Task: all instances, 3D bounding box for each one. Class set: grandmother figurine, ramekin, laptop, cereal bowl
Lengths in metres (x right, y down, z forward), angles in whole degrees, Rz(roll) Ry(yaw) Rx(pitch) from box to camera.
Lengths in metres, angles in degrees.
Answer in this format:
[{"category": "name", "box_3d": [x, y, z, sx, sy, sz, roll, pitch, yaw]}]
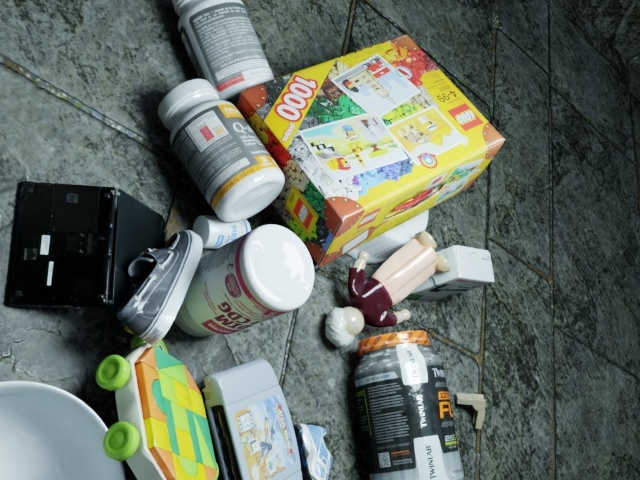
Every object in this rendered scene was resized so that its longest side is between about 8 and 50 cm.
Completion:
[{"category": "grandmother figurine", "box_3d": [0.141, 0.117, 1.684, 0.342, 0.104, 0.208, -40, 97, -19]}, {"category": "ramekin", "box_3d": [0.147, -0.091, 1.830, 0.277, 0.135, 0.277, 19, 59, -36]}, {"category": "laptop", "box_3d": [-0.421, 0.030, 1.337, 0.264, 0.136, 0.234, 3, 67, -15]}, {"category": "cereal bowl", "box_3d": [-0.464, 0.383, 1.049, 0.339, 0.141, 0.339, 18, 61, -36]}]

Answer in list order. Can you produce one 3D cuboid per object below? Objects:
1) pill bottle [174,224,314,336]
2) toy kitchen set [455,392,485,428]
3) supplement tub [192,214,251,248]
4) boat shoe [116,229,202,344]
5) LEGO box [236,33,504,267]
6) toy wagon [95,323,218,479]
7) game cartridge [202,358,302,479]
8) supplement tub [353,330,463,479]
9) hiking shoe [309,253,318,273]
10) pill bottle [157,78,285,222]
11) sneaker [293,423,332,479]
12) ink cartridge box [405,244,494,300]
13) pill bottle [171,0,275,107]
[{"category": "pill bottle", "box_3d": [-0.158, 0.087, 1.361, 0.160, 0.283, 0.160, 19, 60, -36]}, {"category": "toy kitchen set", "box_3d": [0.390, 0.440, 1.903, 0.068, 0.075, 0.083, -84, 178, -75]}, {"category": "supplement tub", "box_3d": [-0.206, -0.016, 1.515, 0.107, 0.071, 0.071, 1, 71, -43]}, {"category": "boat shoe", "box_3d": [-0.298, 0.060, 1.316, 0.102, 0.108, 0.301, 38, 31, -19]}, {"category": "LEGO box", "box_3d": [0.101, -0.221, 1.643, 0.500, 0.193, 0.372, -28, 70, -31]}, {"category": "toy wagon", "box_3d": [-0.275, 0.277, 1.235, 0.267, 0.068, 0.344, 51, 16, -54]}, {"category": "game cartridge", "box_3d": [-0.122, 0.385, 1.391, 0.198, 0.062, 0.297, -8, 81, -57]}, {"category": "supplement tub", "box_3d": [0.189, 0.382, 1.610, 0.207, 0.207, 0.338, 6, 69, -41]}, {"category": "hiking shoe", "box_3d": [0.000, 0.000, 1.667, 0.086, 0.114, 0.227, 38, 50, -25]}, {"category": "pill bottle", "box_3d": [-0.209, -0.187, 1.489, 0.162, 0.162, 0.278, -20, 69, -46]}, {"category": "sneaker", "box_3d": [-0.007, 0.479, 1.476, 0.081, 0.080, 0.211, 4, 70, -39]}, {"category": "ink cartridge box", "box_3d": [0.318, 0.088, 1.856, 0.153, 0.208, 0.087, 8, 67, -40]}, {"category": "pill bottle", "box_3d": [-0.222, -0.445, 1.623, 0.161, 0.161, 0.283, -19, 86, -46]}]
